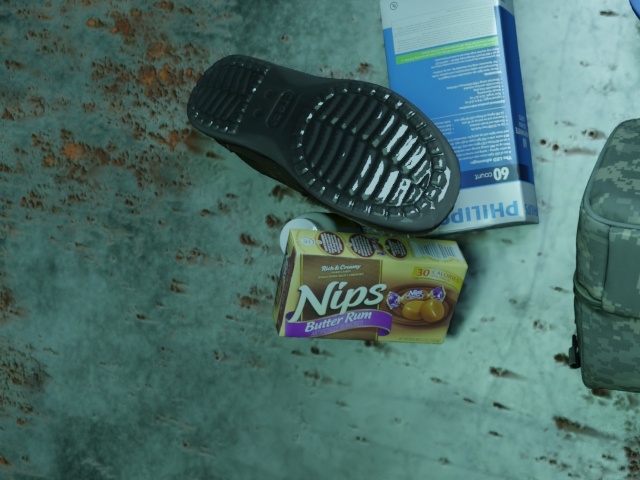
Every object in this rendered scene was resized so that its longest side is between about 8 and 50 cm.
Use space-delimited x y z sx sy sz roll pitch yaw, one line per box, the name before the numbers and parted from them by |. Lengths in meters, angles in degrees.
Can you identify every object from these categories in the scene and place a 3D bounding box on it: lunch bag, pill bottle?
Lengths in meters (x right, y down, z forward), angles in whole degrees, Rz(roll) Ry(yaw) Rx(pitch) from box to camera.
lunch bag | 0.382 0.047 0.965 0.305 0.212 0.256 9 125 22
pill bottle | 0.000 0.000 1.174 0.065 0.116 0.065 0 89 22

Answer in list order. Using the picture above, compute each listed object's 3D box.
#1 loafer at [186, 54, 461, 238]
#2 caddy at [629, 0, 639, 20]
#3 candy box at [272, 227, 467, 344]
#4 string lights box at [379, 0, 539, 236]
loafer | 0.015 -0.102 1.137 0.366 0.130 0.134 32 85 38
caddy | 0.444 -0.242 0.908 0.341 0.179 0.241 -15 45 21
candy box | 0.050 0.050 1.116 0.186 0.053 0.109 4 123 -15
string lights box | 0.149 -0.139 1.134 0.133 0.076 0.260 -7 87 23
